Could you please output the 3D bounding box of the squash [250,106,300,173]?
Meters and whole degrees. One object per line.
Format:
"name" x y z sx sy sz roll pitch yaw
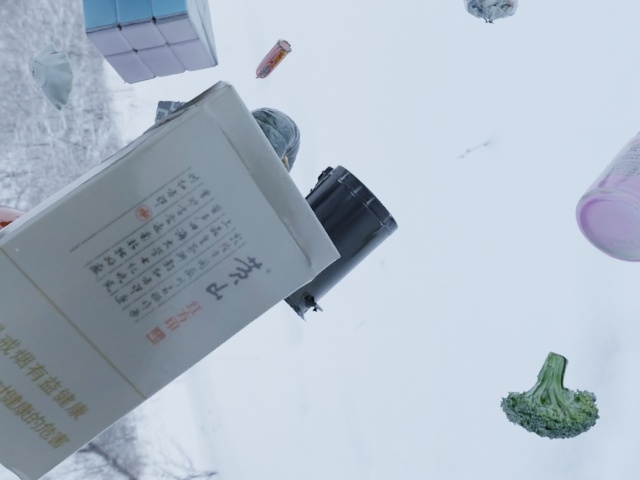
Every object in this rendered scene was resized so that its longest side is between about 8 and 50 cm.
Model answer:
"squash" -0.159 -0.234 1.755 0.165 0.252 0.252 20 129 17

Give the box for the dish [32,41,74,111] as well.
"dish" -0.468 -0.290 1.104 0.137 0.039 0.091 55 127 28

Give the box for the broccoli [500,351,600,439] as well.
"broccoli" 0.516 0.347 1.443 0.219 0.194 0.194 7 106 42

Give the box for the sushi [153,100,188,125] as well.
"sushi" -0.284 -0.188 1.308 0.031 0.139 0.201 23 -103 -68

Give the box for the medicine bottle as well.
"medicine bottle" 0.646 -0.110 1.251 0.178 0.290 0.178 37 154 22

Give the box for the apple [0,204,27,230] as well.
"apple" -0.567 0.111 1.093 0.348 0.277 0.349 -5 83 42

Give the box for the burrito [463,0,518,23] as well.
"burrito" 0.429 -0.605 1.617 0.445 0.139 0.101 -51 -29 -64

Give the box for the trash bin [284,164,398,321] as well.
"trash bin" 0.000 0.000 1.469 0.252 0.301 0.203 46 179 31

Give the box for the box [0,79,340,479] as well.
"box" -0.179 0.041 0.584 0.205 0.365 0.051 57 174 -27

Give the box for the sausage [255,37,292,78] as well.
"sausage" -0.135 -0.480 1.731 0.145 0.050 0.048 -36 93 41

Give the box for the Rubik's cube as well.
"Rubik's cube" -0.371 -0.503 1.395 0.221 0.224 0.231 62 -163 -75
